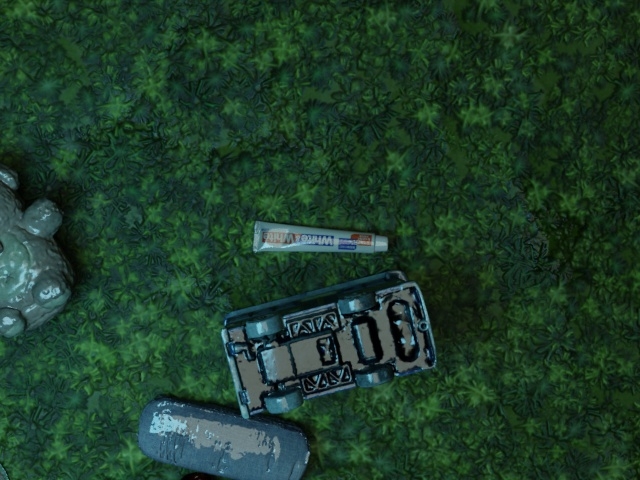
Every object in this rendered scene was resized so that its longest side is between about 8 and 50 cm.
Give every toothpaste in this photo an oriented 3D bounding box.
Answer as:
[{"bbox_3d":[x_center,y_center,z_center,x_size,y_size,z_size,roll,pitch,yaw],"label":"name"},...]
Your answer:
[{"bbox_3d":[0.000,0.000,1.774,0.218,0.033,0.052,3,90,2],"label":"toothpaste"}]

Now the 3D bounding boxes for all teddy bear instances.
[{"bbox_3d":[-0.493,0.014,1.691,0.236,0.151,0.267,-34,100,6],"label":"teddy bear"}]

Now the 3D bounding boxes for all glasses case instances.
[{"bbox_3d":[-0.155,0.324,1.769,0.282,0.067,0.109,14,95,-2],"label":"glasses case"}]

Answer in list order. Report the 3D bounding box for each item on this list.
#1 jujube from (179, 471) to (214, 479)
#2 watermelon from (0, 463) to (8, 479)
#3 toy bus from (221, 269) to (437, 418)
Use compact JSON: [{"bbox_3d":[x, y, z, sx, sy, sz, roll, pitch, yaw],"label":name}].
[{"bbox_3d":[-0.169,0.447,1.760,0.104,0.104,0.166,-28,94,-1],"label":"jujube"},{"bbox_3d":[-0.545,0.392,1.757,0.085,0.061,0.085,0,89,-11],"label":"watermelon"},{"bbox_3d":[0.010,0.157,1.702,0.312,0.190,0.152,-14,94,-2],"label":"toy bus"}]
